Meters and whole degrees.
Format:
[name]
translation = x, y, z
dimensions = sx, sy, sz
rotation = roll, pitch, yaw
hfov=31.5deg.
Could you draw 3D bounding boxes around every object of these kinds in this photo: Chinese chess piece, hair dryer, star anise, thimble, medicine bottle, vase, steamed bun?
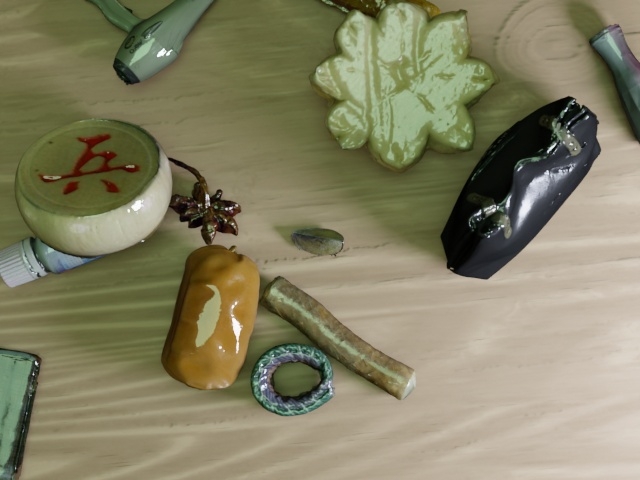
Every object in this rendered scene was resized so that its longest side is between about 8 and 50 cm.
[Chinese chess piece]
translation = -0.363, -0.088, 1.824
dimensions = 0.249, 0.103, 0.250
rotation = -1, 47, 2
[hair dryer]
translation = -0.281, -0.395, 1.918
dimensions = 0.219, 0.088, 0.225
rotation = -27, 72, -7
[star anise]
translation = -0.207, -0.074, 1.890
dimensions = 0.190, 0.070, 0.097
rotation = 41, 65, 17
[thimble]
translation = -0.046, 0.226, 1.862
dimensions = 0.135, 0.090, 0.118
rotation = -12, 87, 0
[medicine bottle]
translation = -0.435, 0.012, 1.883
dimensions = 0.203, 0.083, 0.083
rotation = -20, 87, -1
[vase]
translation = 0.524, -0.256, 1.884
dimensions = 0.086, 0.086, 0.214
rotation = -29, 82, 0
[steamed bun]
translation = 0.141, -0.253, 1.859
dimensions = 0.292, 0.137, 0.295
rotation = 35, 92, -2

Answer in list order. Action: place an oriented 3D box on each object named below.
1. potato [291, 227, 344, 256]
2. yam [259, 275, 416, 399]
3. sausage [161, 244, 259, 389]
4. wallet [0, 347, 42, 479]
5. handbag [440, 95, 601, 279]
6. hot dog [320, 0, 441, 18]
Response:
[potato]
translation = 0.001, 0.001, 1.904
dimensions = 0.093, 0.036, 0.037
rotation = 9, 124, 19
[yam]
translation = 0.031, 0.164, 1.879
dimensions = 0.299, 0.066, 0.066
rotation = 36, 88, 1
[sausage]
translation = -0.178, 0.123, 1.856
dimensions = 0.136, 0.120, 0.241
rotation = 11, 87, -13
[wallet]
translation = -0.573, 0.333, 1.891
dimensions = 0.169, 0.044, 0.317
rotation = 10, 89, -2
[handbag]
translation = 0.311, -0.092, 1.774
dimensions = 0.152, 0.288, 0.342
rotation = 39, 88, 7
[hot dog]
translation = 0.070, -0.418, 1.910
dimensions = 0.286, 0.061, 0.088
rotation = 21, 76, 1
